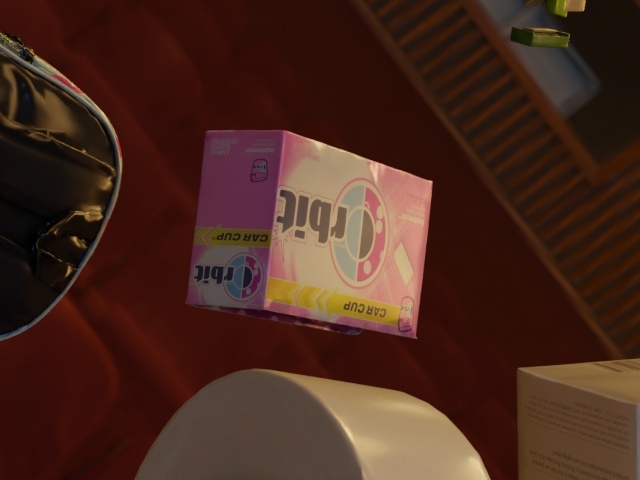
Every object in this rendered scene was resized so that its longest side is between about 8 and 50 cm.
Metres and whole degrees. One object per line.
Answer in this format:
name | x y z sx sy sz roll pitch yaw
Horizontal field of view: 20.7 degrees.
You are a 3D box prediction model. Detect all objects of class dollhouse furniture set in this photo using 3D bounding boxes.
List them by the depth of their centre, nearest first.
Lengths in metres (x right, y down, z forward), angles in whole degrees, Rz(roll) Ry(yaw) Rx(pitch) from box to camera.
dollhouse furniture set | 0.248 -0.283 1.872 0.076 0.058 0.152 22 -69 45

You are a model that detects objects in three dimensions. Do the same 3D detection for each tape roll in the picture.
tape roll | -0.016 0.220 1.020 0.100 0.286 0.286 12 15 -35

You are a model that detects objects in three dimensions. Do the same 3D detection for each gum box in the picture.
gum box | 0.000 0.000 1.109 0.062 0.107 0.188 2 -7 34

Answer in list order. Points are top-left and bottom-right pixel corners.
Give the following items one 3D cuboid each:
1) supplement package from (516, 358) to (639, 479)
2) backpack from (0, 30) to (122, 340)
supplement package | 0.247 0.234 1.184 0.175 0.177 0.293 -171 -100 -70
backpack | -0.280 -0.054 1.244 0.253 0.225 0.191 28 2 -33
